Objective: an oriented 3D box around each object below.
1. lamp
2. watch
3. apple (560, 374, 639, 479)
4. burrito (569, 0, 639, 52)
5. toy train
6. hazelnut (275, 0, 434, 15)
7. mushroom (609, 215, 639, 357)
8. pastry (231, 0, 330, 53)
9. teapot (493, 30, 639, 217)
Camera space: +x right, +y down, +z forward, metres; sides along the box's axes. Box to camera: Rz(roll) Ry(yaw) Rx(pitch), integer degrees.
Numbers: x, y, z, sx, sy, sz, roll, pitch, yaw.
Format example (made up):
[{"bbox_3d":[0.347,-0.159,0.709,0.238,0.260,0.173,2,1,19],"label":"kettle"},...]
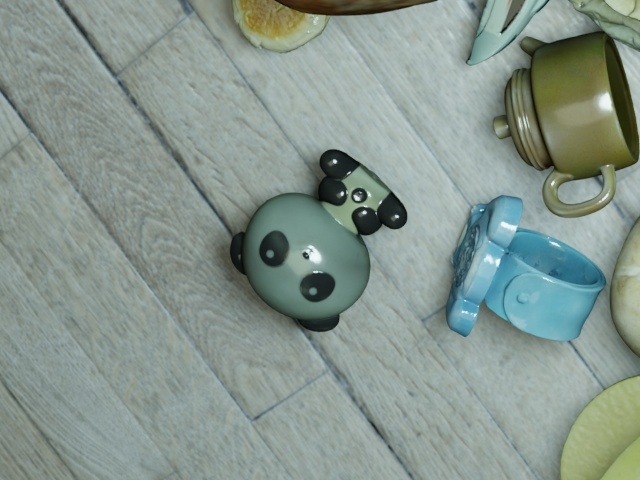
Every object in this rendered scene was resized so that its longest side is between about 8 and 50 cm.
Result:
[{"bbox_3d":[0.000,0.000,1.908,0.197,0.198,0.244,41,105,2],"label":"lamp"},{"bbox_3d":[0.288,0.048,1.839,0.193,0.211,0.211,20,112,-5],"label":"watch"},{"bbox_3d":[0.469,0.323,1.799,0.292,0.292,0.254,33,106,6],"label":"apple"},{"bbox_3d":[0.450,-0.296,1.684,0.332,0.135,0.190,32,69,10],"label":"burrito"},{"bbox_3d":[0.292,-0.411,1.741,0.088,0.086,0.407,19,111,5],"label":"toy train"},{"bbox_3d":[0.059,-0.443,1.620,0.359,0.409,0.359,13,114,31],"label":"hazelnut"},{"bbox_3d":[0.483,0.057,1.760,0.184,0.255,0.255,28,117,45],"label":"mushroom"},{"bbox_3d":[-0.053,-0.344,1.865,0.165,0.088,0.166,4,105,14],"label":"pastry"},{"bbox_3d":[0.316,-0.156,1.746,0.175,0.185,0.268,-14,68,24],"label":"teapot"}]
